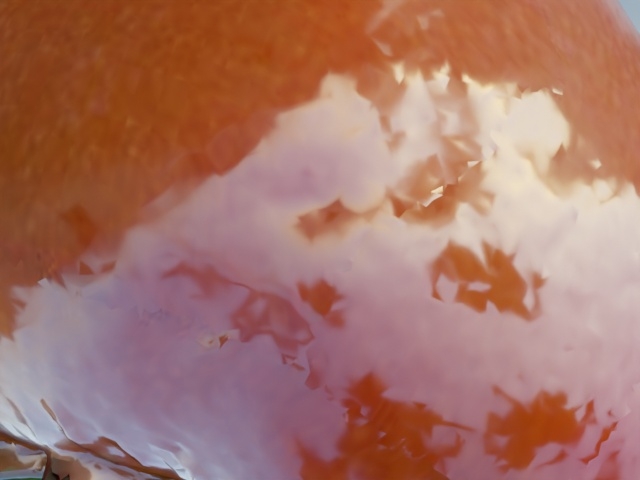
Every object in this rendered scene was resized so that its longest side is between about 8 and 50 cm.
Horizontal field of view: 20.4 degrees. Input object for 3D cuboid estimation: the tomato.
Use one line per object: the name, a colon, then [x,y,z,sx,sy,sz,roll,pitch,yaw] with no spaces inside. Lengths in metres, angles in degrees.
tomato: [0.000,0.000,0.625,0.272,0.341,0.341,-64,-176,-20]
